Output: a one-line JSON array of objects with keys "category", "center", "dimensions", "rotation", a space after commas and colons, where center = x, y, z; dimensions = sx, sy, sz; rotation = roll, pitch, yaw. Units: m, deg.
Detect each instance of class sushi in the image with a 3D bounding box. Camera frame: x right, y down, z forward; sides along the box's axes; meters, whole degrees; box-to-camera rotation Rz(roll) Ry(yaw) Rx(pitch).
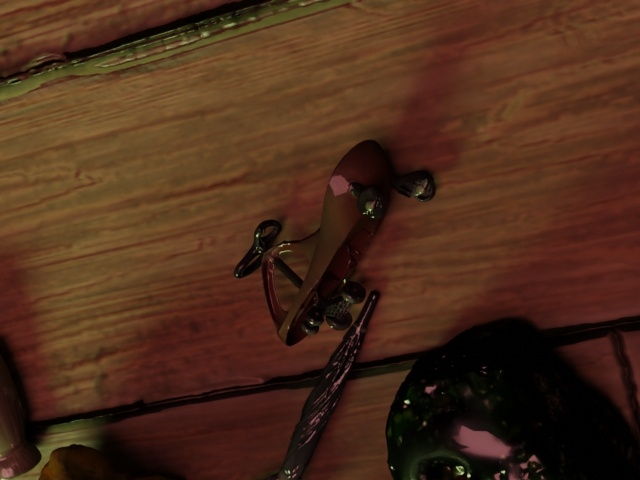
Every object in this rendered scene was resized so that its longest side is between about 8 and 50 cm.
[{"category": "sushi", "center": [0.132, 0.163, 0.890], "dimensions": [0.124, 0.127, 0.225], "rotation": [-31, 94, 28]}]

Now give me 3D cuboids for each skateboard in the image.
[{"category": "skateboard", "center": [0.000, 0.000, 0.920], "dimensions": [0.080, 0.067, 0.151], "rotation": [42, 121, 20]}]

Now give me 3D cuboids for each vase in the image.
[{"category": "vase", "center": [-0.245, 0.127, 1.067], "dimensions": [0.053, 0.053, 0.101], "rotation": [-14, 107, 25]}]

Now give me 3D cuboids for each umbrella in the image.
[{"category": "umbrella", "center": [-0.019, 0.145, 0.998], "dimensions": [0.044, 0.044, 0.269], "rotation": [17, 108, -17]}]

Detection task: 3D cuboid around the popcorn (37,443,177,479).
[{"category": "popcorn", "center": [-0.153, 0.220, 1.026], "dimensions": [0.145, 0.125, 0.126], "rotation": [40, 113, 31]}]
